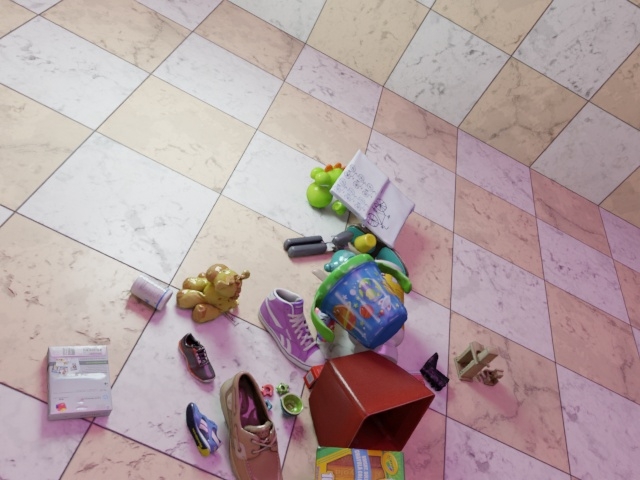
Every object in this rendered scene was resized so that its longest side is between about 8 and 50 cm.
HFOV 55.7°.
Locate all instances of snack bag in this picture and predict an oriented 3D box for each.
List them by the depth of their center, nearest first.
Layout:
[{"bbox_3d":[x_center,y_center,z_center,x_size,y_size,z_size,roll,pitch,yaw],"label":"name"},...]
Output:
[{"bbox_3d":[0.216,-0.164,2.372,0.342,0.037,0.323,44,43,-9],"label":"snack bag"}]

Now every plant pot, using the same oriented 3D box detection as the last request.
[{"bbox_3d":[0.117,0.472,1.742,0.267,0.267,0.236,-4,39,-37],"label":"plant pot"}]

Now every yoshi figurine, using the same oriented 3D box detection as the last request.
[{"bbox_3d":[0.074,-0.200,2.487,0.362,0.204,0.203,11,83,-45],"label":"yoshi figurine"}]

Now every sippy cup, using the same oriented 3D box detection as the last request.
[{"bbox_3d":[0.137,0.197,1.835,0.224,0.305,0.240,47,2,24],"label":"sippy cup"}]

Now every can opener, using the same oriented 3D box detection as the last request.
[{"bbox_3d":[0.000,0.000,2.248,0.283,0.095,0.076,-6,53,-38],"label":"can opener"}]

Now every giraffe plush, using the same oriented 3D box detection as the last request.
[{"bbox_3d":[-0.308,0.146,1.832,0.210,0.170,0.181,29,39,-6],"label":"giraffe plush"}]

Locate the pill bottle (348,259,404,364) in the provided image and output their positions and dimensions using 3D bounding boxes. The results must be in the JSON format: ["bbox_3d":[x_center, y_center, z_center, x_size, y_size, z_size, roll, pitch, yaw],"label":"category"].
[{"bbox_3d":[0.187,0.249,2.026,0.188,0.188,0.334,17,55,-19],"label":"pill bottle"}]

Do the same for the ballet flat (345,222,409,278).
[{"bbox_3d":[0.238,0.038,2.370,0.316,0.107,0.106,45,28,13],"label":"ballet flat"}]

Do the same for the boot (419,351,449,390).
[{"bbox_3d":[0.404,0.455,2.097,0.099,0.045,0.121,40,47,12],"label":"boot"}]

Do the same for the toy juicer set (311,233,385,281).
[{"bbox_3d":[0.117,0.129,2.223,0.329,0.089,0.209,-34,93,-37],"label":"toy juicer set"}]

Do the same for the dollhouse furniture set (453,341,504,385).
[{"bbox_3d":[0.598,0.419,2.155,0.161,0.182,0.101,15,43,-21],"label":"dollhouse furniture set"}]

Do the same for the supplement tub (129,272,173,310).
[{"bbox_3d":[-0.496,0.151,1.781,0.107,0.071,0.071,32,39,-1],"label":"supplement tub"}]

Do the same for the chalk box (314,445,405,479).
[{"bbox_3d":[0.126,0.650,1.530,0.289,0.179,0.180,2,43,1],"label":"chalk box"}]

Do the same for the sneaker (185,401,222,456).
[{"bbox_3d":[-0.306,0.488,1.582,0.059,0.053,0.144,-13,66,-41],"label":"sneaker"}]

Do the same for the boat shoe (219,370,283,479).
[{"bbox_3d":[-0.173,0.510,1.567,0.122,0.110,0.341,-11,69,-34],"label":"boat shoe"}]

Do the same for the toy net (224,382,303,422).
[{"bbox_3d":[-0.165,0.461,1.707,0.232,0.045,0.122,-3,52,-36],"label":"toy net"}]

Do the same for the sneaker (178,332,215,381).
[{"bbox_3d":[-0.346,0.327,1.706,0.061,0.065,0.158,-23,65,-46],"label":"sneaker"}]

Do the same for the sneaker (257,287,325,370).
[{"bbox_3d":[-0.072,0.270,1.877,0.282,0.161,0.102,45,39,11],"label":"sneaker"}]

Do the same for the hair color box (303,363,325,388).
[{"bbox_3d":[0.026,0.413,1.864,0.141,0.072,0.043,-2,50,-35],"label":"hair color box"}]

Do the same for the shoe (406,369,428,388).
[{"bbox_3d":[0.277,0.473,1.977,0.178,0.063,0.081,4,42,-37],"label":"shoe"}]

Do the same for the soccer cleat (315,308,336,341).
[{"bbox_3d":[0.009,0.258,1.972,0.095,0.083,0.248,16,19,6],"label":"soccer cleat"}]

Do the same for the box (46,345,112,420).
[{"bbox_3d":[-0.608,0.354,1.524,0.145,0.038,0.186,4,47,-31],"label":"box"}]
